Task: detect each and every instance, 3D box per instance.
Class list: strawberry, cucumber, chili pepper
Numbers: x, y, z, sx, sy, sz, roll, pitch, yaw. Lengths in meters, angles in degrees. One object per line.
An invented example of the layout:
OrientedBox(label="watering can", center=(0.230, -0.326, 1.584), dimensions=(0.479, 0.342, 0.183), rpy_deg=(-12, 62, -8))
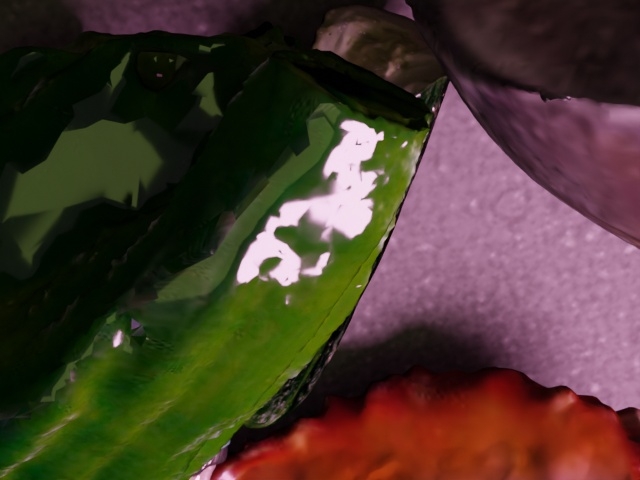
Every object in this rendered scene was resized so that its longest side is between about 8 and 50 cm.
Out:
OrientedBox(label="strawberry", center=(0.058, 0.209, 0.761), dimensions=(0.336, 0.265, 0.149), rpy_deg=(-4, 160, 18))
OrientedBox(label="cucumber", center=(-0.001, 0.000, 0.708), dimensions=(0.074, 0.074, 0.241), rpy_deg=(14, 115, -13))
OrientedBox(label="chili pepper", center=(-0.127, 0.031, 0.633), dimensions=(0.213, 0.167, 0.385), rpy_deg=(46, 111, 0))

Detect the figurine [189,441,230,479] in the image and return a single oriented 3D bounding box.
OrientedBox(label="figurine", center=(-0.089, 0.136, 0.743), dimensions=(0.047, 0.060, 0.106), rpy_deg=(33, 82, -6))

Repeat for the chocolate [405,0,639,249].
OrientedBox(label="chocolate", center=(0.206, -0.102, 0.588), dimensions=(0.303, 0.303, 0.213), rpy_deg=(-28, 135, 6))
